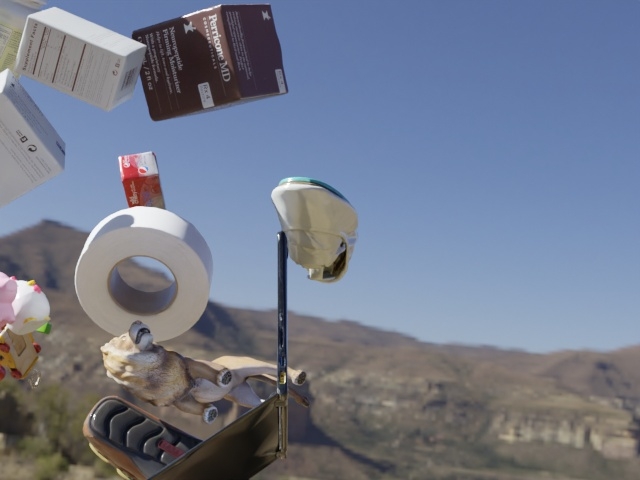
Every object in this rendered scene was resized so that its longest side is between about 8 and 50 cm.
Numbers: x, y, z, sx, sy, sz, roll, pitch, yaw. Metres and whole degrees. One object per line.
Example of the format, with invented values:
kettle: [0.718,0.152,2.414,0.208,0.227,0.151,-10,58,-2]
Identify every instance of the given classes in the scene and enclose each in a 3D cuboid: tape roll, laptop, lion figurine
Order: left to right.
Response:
tape roll: [-0.372,0.075,2.295,0.286,0.286,0.100,7,27,-4]
lion figurine: [-0.216,0.265,2.061,0.240,0.142,0.392,13,-6,39]
laptop: [-0.167,0.247,1.706,0.236,0.407,0.382,0,-25,-3]

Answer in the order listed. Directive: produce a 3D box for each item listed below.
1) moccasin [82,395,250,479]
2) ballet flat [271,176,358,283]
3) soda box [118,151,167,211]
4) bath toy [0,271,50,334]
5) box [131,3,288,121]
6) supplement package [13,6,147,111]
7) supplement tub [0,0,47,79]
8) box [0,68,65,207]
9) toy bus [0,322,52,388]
moccasin: [-0.277,0.437,2.021,0.380,0.139,0.147,26,-31,1]
ballet flat: [0.000,0.000,1.881,0.139,0.139,0.400,5,-11,9]
soda box: [-0.431,-0.098,2.669,0.092,0.083,0.263,-10,-39,-7]
bath toy: [-0.699,0.121,2.251,0.151,0.129,0.348,-33,-17,18]
box: [-0.196,-0.318,1.927,0.203,0.168,0.167,-10,6,30]
supplement package: [-0.403,-0.306,1.815,0.179,0.105,0.105,24,24,3]
supplement tub: [-0.754,-0.449,2.377,0.235,0.324,0.235,27,10,-5]
box: [-0.570,-0.168,1.884,0.182,0.181,0.119,-30,31,5]
toy bus: [-0.742,0.247,2.556,0.104,0.202,0.191,12,1,19]
